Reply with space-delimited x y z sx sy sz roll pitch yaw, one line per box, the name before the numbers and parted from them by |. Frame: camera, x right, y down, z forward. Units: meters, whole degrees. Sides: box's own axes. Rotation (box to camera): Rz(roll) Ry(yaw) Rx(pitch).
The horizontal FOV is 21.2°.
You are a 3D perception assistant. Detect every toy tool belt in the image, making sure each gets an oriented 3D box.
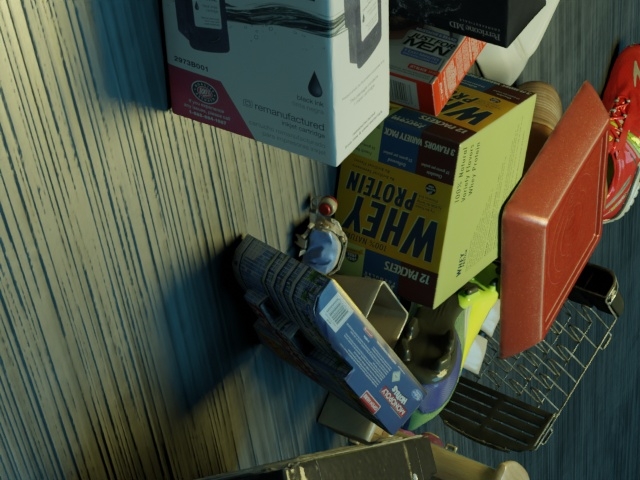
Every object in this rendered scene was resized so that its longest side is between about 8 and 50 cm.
toy tool belt | 0.000 0.000 1.785 0.051 0.052 0.083 -51 149 -53

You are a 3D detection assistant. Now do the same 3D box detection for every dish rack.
dish rack | 0.265 0.144 2.267 0.271 0.208 0.074 -56 132 -14

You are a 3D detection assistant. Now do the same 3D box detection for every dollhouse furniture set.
dollhouse furniture set | 0.183 0.146 2.095 0.303 0.198 0.286 -67 156 -9

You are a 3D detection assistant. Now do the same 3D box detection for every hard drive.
hard drive | -0.055 0.246 1.641 0.339 0.237 0.064 4 72 -64

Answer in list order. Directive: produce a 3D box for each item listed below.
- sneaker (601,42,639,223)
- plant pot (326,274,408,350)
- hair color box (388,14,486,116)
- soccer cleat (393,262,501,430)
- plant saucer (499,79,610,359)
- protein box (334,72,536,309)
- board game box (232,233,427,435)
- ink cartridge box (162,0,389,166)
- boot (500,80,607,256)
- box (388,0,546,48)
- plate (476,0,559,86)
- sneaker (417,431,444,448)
sneaker | 0.441 -0.157 2.532 0.118 0.107 0.279 3 102 -55
plant pot | 0.018 0.095 1.836 0.109 0.096 0.109 -65 155 -14
hair color box | 0.120 -0.216 1.826 0.167 0.093 0.053 -55 151 -32
soccer cleat | 0.137 0.110 1.980 0.289 0.093 0.121 -55 162 -54
plant saucer | 0.288 -0.018 2.066 0.259 0.048 0.258 -53 152 -37
protein box | 0.123 -0.065 1.891 0.201 0.136 0.199 -34 138 -53
board game box | -0.014 0.086 1.697 0.060 0.194 0.194 -49 128 -13
ink cartridge box | -0.038 -0.202 1.412 0.100 0.172 0.237 -47 146 -41
boot | 0.299 -0.043 2.241 0.283 0.109 0.220 64 33 -51
box | 0.143 -0.299 1.737 0.093 0.156 0.158 -50 148 -37
plate | 0.252 -0.344 2.067 0.278 0.045 0.277 -64 155 -12
sneaker | 0.112 0.340 2.242 0.185 0.070 0.084 -70 161 -3
